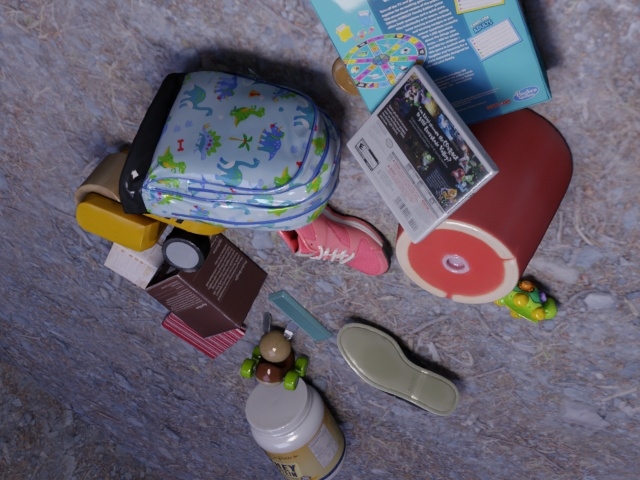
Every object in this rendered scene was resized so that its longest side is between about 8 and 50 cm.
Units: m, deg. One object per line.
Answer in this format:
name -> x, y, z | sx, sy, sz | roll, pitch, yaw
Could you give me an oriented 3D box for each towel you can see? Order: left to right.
towel -> -0.339, 0.249, 2.050 | 0.198, 0.031, 0.275 | 35, 146, -11

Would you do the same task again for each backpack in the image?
backpack -> -0.138, -0.151, 1.247 | 0.355, 0.290, 0.273 | 21, 156, -3

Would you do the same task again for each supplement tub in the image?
supplement tub -> -0.072, 0.560, 2.110 | 0.228, 0.228, 0.316 | 1, 137, 30

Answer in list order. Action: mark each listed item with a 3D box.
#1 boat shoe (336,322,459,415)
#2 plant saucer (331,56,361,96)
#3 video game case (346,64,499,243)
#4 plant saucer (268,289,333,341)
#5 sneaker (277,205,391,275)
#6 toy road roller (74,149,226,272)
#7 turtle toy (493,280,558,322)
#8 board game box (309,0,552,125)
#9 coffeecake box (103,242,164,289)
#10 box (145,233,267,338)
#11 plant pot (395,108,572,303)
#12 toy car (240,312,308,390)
boat shoe -> 0.179, 0.317, 1.759 | 0.339, 0.127, 0.113 | 28, 167, -6
plant saucer -> 0.055, -0.272, 1.197 | 0.083, 0.015, 0.083 | 17, 142, 14
video game case -> 0.139, -0.120, 1.016 | 0.173, 0.022, 0.190 | -46, 69, 40
plant saucer -> -0.052, 0.198, 1.835 | 0.067, 0.018, 0.192 | -21, 122, 45
sneaker -> -0.001, 0.000, 1.461 | 0.313, 0.136, 0.116 | 35, 144, -11
toy road roller -> -0.326, -0.114, 1.481 | 0.329, 0.203, 0.241 | 20, 131, 0
turtle toy -> 0.413, 0.121, 1.414 | 0.130, 0.066, 0.095 | 35, 166, -15
board game box -> 0.147, -0.305, 0.987 | 0.253, 0.079, 0.336 | -15, 132, 24
coffeecake box -> -0.460, 0.061, 1.874 | 0.185, 0.068, 0.142 | 33, 143, -9
box -> -0.275, 0.102, 1.726 | 0.203, 0.169, 0.167 | 44, 140, -22
plant pot -> 0.249, -0.049, 1.161 | 0.274, 0.243, 0.275 | 17, 143, 13
toy car -> -0.117, 0.284, 1.922 | 0.154, 0.149, 0.189 | 13, 113, 14
